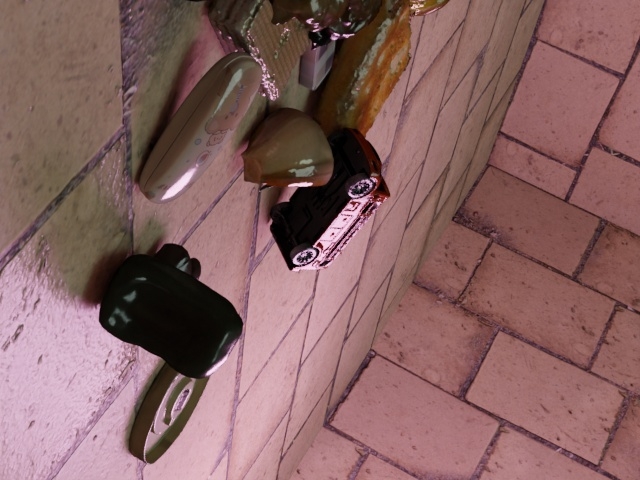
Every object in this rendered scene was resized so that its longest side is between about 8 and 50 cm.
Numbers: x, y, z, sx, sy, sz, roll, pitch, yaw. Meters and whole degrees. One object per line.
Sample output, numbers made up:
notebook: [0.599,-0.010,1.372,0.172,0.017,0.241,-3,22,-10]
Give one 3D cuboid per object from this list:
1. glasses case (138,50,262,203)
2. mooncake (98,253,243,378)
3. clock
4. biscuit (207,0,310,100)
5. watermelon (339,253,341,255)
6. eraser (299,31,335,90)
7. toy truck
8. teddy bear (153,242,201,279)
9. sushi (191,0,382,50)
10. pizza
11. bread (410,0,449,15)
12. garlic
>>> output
glasses case: [-0.137,-0.127,1.300,0.204,0.051,0.081,-54,163,17]
mooncake: [-0.179,0.093,1.355,0.104,0.175,0.168,-58,149,0]
clock: [-0.230,0.252,1.832,0.235,0.029,0.235,-58,167,-21]
biscuit: [-0.068,-0.254,1.355,0.108,0.062,0.239,-61,168,-9]
watermelon: [0.000,0.000,2.113,0.135,0.094,0.125,-67,160,-3]
eraser: [-0.003,-0.274,1.666,0.065,0.026,0.105,-59,167,-30]
toy truck: [0.024,-0.064,1.836,0.114,0.107,0.253,6,137,-41]
teddy bear: [-0.195,0.077,1.491,0.119,0.078,0.160,-46,161,-44]
sushi: [-0.025,-0.305,1.052,0.238,0.218,0.225,-67,171,20]
pizza: [0.070,-0.271,1.831,0.226,0.086,0.335,-41,156,-52]
bread: [0.201,-0.472,1.928,0.213,0.105,0.213,-59,171,-16]
garlic: [-0.034,-0.121,1.662,0.206,0.115,0.128,32,79,-81]
